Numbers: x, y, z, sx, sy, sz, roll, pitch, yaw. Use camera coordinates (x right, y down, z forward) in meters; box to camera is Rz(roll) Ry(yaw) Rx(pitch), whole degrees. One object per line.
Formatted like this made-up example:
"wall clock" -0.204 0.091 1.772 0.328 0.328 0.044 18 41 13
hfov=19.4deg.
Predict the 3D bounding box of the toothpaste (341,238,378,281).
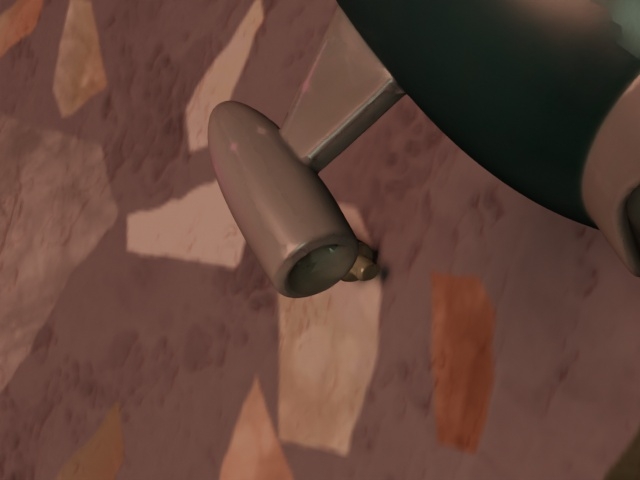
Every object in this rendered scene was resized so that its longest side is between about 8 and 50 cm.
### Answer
"toothpaste" 0.000 0.000 0.820 0.083 0.019 0.027 34 129 52

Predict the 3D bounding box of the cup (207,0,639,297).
"cup" 0.099 -0.082 0.610 0.299 0.167 0.173 -37 56 6
